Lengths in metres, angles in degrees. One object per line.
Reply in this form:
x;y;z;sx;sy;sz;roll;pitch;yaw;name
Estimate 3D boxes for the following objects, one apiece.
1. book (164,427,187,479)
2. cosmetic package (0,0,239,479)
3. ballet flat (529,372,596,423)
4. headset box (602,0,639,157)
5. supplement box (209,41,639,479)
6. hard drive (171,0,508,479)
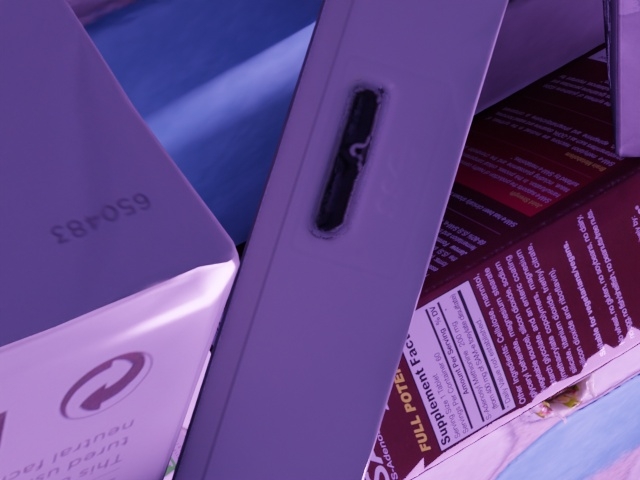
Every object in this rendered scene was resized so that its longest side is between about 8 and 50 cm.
-0.107;0.151;0.985;0.144;0.035;0.096;-36;154;4;book
-0.168;0.059;0.482;0.156;0.217;0.385;-21;151;-30;cosmetic package
0.130;0.016;0.990;0.091;0.077;0.241;-28;156;-16;ballet flat
0.211;-0.119;0.659;0.293;0.110;0.218;-1;160;7;headset box
0.078;0.003;0.810;0.239;0.130;0.073;-28;114;-15;supplement box
0.000;0.000;0.558;0.307;0.040;0.203;126;-18;-83;hard drive
